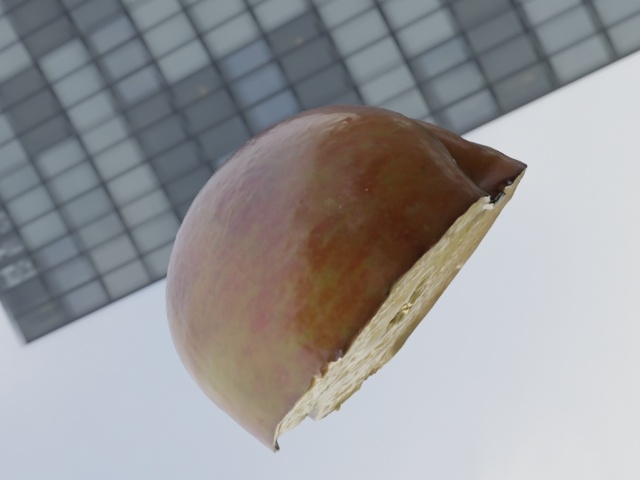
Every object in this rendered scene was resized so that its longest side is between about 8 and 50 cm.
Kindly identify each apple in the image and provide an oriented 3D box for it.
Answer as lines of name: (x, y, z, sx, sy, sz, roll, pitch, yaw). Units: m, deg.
apple: (0.000, 0.000, 1.277, 0.163, 0.251, 0.293, 39, -170, 8)
